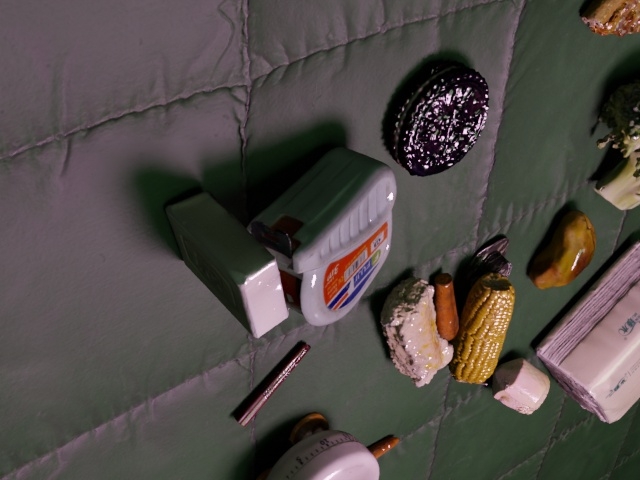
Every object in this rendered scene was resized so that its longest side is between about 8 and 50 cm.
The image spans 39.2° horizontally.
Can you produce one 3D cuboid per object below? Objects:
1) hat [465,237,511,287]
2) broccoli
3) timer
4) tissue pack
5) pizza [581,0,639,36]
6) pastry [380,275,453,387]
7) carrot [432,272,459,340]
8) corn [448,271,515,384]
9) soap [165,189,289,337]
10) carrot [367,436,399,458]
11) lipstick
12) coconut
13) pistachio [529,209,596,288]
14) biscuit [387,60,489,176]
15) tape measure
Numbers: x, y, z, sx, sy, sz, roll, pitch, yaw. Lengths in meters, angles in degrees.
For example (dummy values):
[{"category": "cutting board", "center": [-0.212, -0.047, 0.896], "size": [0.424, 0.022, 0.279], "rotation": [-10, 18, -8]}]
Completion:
[{"category": "hat", "center": [0.343, 0.052, 1.761], "size": [0.121, 0.050, 0.121], "rotation": [-26, 135, -29]}, {"category": "broccoli", "center": [0.709, -0.171, 1.763], "size": [0.338, 0.277, 0.317], "rotation": [-22, 156, -18]}, {"category": "timer", "center": [0.011, 0.470, 1.642], "size": [0.233, 0.240, 0.234], "rotation": [-26, 137, -27]}, {"category": "tissue pack", "center": [0.732, 0.228, 2.174], "size": [0.380, 0.207, 0.297], "rotation": [-48, 144, -1]}, {"category": "pizza", "center": [0.548, -0.407, 1.554], "size": [0.246, 0.058, 0.127], "rotation": [-8, 128, -38]}, {"category": "pastry", "center": [0.178, 0.172, 1.671], "size": [0.121, 0.089, 0.258], "rotation": [-41, 144, -13]}, {"category": "carrot", "center": [0.236, 0.128, 1.723], "size": [0.055, 0.055, 0.161], "rotation": [-31, 135, -21]}, {"category": "corn", "center": [0.319, 0.181, 1.784], "size": [0.106, 0.106, 0.305], "rotation": [-28, 147, -25]}, {"category": "soap", "center": [-0.120, 0.026, 1.165], "size": [0.063, 0.183, 0.121], "rotation": [-33, 141, -21]}, {"category": "carrot", "center": [0.094, 0.455, 1.887], "size": [0.190, 0.037, 0.037], "rotation": [-20, 135, -37]}, {"category": "lipstick", "center": [-0.080, 0.243, 1.530], "size": [0.176, 0.027, 0.027], "rotation": [-48, 143, -2]}, {"category": "coconut", "center": [0.454, 0.330, 2.067], "size": [0.116, 0.122, 0.116], "rotation": [-58, 179, -1]}, {"category": "pistachio", "center": [0.517, 0.030, 1.874], "size": [0.110, 0.100, 0.189], "rotation": [6, 117, -43]}, {"category": "biscuit", "center": [0.184, -0.185, 1.391], "size": [0.194, 0.053, 0.195], "rotation": [-27, 138, -27]}, {"category": "tape measure", "center": [0.000, -0.001, 1.287], "size": [0.243, 0.125, 0.246], "rotation": [-45, 149, -35]}]
